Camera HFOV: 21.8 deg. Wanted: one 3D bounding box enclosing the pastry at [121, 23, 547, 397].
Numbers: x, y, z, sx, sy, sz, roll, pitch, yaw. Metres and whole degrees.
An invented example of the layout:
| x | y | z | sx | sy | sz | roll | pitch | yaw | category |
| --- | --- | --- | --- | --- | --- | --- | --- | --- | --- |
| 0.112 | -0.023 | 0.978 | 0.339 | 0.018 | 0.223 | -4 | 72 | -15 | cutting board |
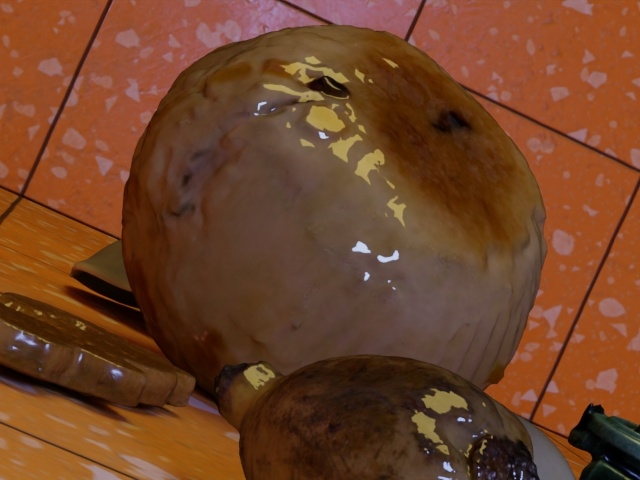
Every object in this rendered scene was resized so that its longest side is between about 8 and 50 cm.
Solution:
| x | y | z | sx | sy | sz | roll | pitch | yaw | category |
| --- | --- | --- | --- | --- | --- | --- | --- | --- | --- |
| 0.000 | 0.000 | 1.452 | 0.389 | 0.312 | 0.388 | 26 | 39 | -23 | pastry |

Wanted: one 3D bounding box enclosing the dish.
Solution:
| x | y | z | sx | sy | sz | roll | pitch | yaw | category |
| --- | --- | --- | --- | --- | --- | --- | --- | --- | --- |
| -0.150 | 0.041 | 1.743 | 0.229 | 0.081 | 0.229 | 20 | -9 | 3 | dish |

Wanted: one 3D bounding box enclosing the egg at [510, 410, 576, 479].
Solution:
| x | y | z | sx | sy | sz | roll | pitch | yaw | category |
| --- | --- | --- | --- | --- | --- | --- | --- | --- | --- |
| 0.089 | 0.155 | 1.038 | 0.152 | 0.114 | 0.114 | 21 | -1 | 19 | egg |

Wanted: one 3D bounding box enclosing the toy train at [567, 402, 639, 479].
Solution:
| x | y | z | sx | sy | sz | roll | pitch | yaw | category |
| --- | --- | --- | --- | --- | --- | --- | --- | --- | --- |
| 0.285 | 0.234 | 1.183 | 0.237 | 0.150 | 0.369 | 31 | 5 | 25 | toy train |

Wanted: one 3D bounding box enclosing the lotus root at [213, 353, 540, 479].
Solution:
| x | y | z | sx | sy | sz | roll | pitch | yaw | category |
| --- | --- | --- | --- | --- | --- | --- | --- | --- | --- |
| 0.029 | 0.122 | 0.936 | 0.214 | 0.138 | 0.138 | 22 | -1 | 39 | lotus root |

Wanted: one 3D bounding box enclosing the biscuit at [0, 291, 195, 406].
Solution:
| x | y | z | sx | sy | sz | roll | pitch | yaw | category |
| --- | --- | --- | --- | --- | --- | --- | --- | --- | --- |
| -0.187 | 0.072 | 1.145 | 0.184 | 0.035 | 0.249 | 26 | 0 | 23 | biscuit |
